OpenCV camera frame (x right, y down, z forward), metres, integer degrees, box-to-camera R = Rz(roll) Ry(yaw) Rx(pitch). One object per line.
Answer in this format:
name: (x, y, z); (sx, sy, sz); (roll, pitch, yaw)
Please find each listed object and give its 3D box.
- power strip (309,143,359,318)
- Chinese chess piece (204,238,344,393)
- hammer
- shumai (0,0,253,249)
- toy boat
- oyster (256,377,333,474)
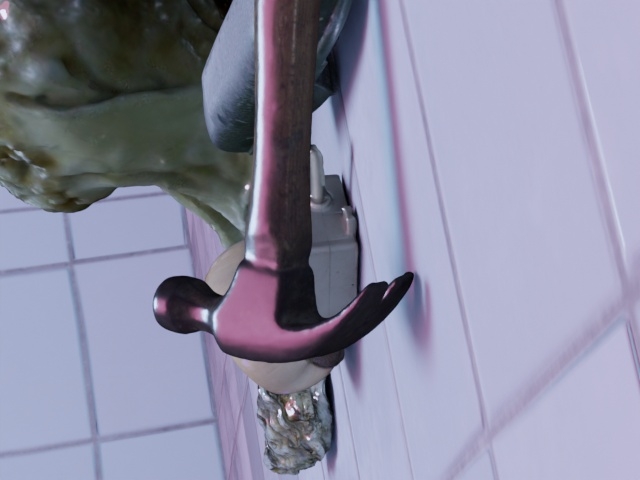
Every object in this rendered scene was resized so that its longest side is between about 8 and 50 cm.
power strip: (0.000, 0.000, 1.140); (0.175, 0.042, 0.075); (90, 171, -46)
Chinese chess piece: (-0.035, 0.056, 1.227); (0.122, 0.051, 0.122); (46, -154, -30)
hammer: (-0.023, -0.143, 0.916); (0.168, 0.044, 0.439); (10, 106, 35)
shumai: (-0.135, -0.112, 1.330); (0.288, 0.292, 0.330); (45, 170, 19)
toy boat: (-0.016, -0.131, 1.040); (0.260, 0.085, 0.078); (126, 136, -64)
oyster: (-0.026, 0.130, 1.419); (0.125, 0.064, 0.177); (-119, 23, -81)
